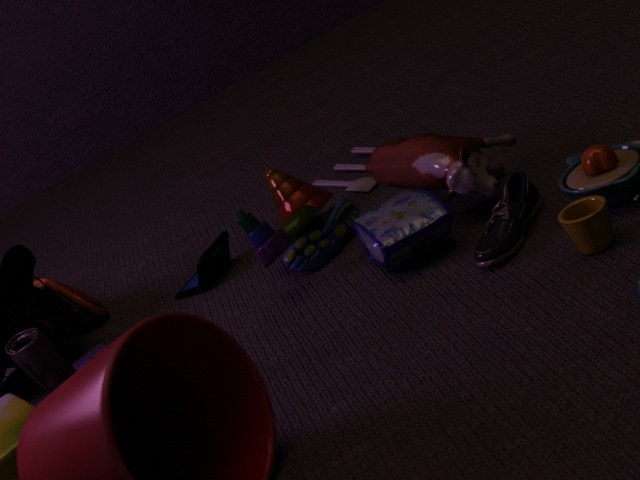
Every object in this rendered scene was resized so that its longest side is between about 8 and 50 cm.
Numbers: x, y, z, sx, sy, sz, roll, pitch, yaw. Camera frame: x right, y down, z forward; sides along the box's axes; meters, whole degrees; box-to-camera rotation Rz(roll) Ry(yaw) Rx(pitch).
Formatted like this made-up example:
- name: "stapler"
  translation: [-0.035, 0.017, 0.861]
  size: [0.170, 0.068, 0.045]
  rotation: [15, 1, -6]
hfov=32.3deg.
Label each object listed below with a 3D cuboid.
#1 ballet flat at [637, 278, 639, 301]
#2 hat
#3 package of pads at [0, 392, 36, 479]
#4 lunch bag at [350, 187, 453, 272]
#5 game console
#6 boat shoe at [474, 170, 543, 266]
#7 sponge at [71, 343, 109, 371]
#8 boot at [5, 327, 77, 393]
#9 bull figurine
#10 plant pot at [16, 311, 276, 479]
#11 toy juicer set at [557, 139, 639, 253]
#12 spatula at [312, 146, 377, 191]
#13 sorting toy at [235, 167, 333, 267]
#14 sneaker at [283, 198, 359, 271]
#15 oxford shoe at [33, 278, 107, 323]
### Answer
- name: "ballet flat"
  translation: [0.514, 0.000, 1.230]
  size: [0.342, 0.116, 0.124]
  rotation: [-33, 40, -12]
- name: "hat"
  translation: [-0.549, 0.173, 2.102]
  size: [0.134, 0.331, 0.331]
  rotation: [16, 26, 0]
- name: "package of pads"
  translation: [-0.541, 0.371, 1.715]
  size: [0.296, 0.101, 0.229]
  rotation: [-37, 23, -25]
- name: "lunch bag"
  translation: [0.135, -0.017, 1.775]
  size: [0.129, 0.096, 0.151]
  rotation: [-31, 10, -9]
- name: "game console"
  translation: [-0.232, 0.047, 2.152]
  size: [0.071, 0.107, 0.122]
  rotation: [12, 36, 18]
- name: "boat shoe"
  translation: [0.275, -0.035, 1.674]
  size: [0.075, 0.065, 0.206]
  rotation: [-12, 26, 39]
- name: "sponge"
  translation: [-0.381, 0.234, 1.941]
  size: [0.117, 0.031, 0.210]
  rotation: [-39, 22, -29]
- name: "boot"
  translation: [-0.371, 0.223, 1.689]
  size: [0.189, 0.208, 0.076]
  rotation: [-8, 28, 44]
- name: "bull figurine"
  translation: [0.214, -0.132, 1.883]
  size: [0.188, 0.101, 0.310]
  rotation: [-11, 14, -35]
- name: "plant pot"
  translation: [-0.235, 0.252, 1.394]
  size: [0.243, 0.275, 0.275]
  rotation: [-25, 18, 36]
- name: "toy juicer set"
  translation: [0.446, -0.112, 1.599]
  size: [0.209, 0.089, 0.329]
  rotation: [-21, 20, 20]
- name: "spatula"
  translation: [0.092, -0.151, 2.287]
  size: [0.168, 0.019, 0.242]
  rotation: [-42, 22, -21]
- name: "sorting toy"
  translation: [-0.082, -0.058, 2.005]
  size: [0.127, 0.126, 0.365]
  rotation: [-43, 3, 18]
- name: "sneaker"
  translation: [0.000, 0.000, 1.985]
  size: [0.188, 0.067, 0.078]
  rotation: [-46, 5, -36]
- name: "oxford shoe"
  translation: [-0.579, 0.155, 2.332]
  size: [0.363, 0.130, 0.133]
  rotation: [5, 70, 46]
